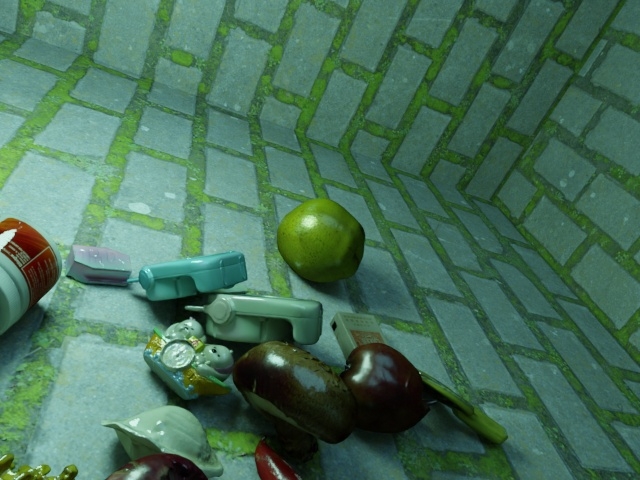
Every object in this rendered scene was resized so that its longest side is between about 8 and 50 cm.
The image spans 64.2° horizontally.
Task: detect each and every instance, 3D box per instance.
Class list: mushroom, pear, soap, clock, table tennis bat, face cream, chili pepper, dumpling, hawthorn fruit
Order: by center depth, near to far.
[{"bbox_3d":[-0.278,0.364,0.908,0.216,0.126,0.166,48,-12,10],"label":"dumpling"},{"bbox_3d":[0.001,0.515,0.965,0.368,0.092,0.137,39,15,16],"label":"chili pepper"},{"bbox_3d":[-0.663,0.068,1.030,0.201,0.201,0.187,24,28,-5],"label":"face cream"},{"bbox_3d":[-0.051,0.325,1.061,0.297,0.278,0.163,5,37,48],"label":"mushroom"},{"bbox_3d":[-0.281,0.257,1.117,0.231,0.103,0.144,37,54,18],"label":"clock"},{"bbox_3d":[0.164,0.363,1.234,0.248,0.208,0.208,19,27,4],"label":"hawthorn fruit"},{"bbox_3d":[-0.157,0.188,1.249,0.324,0.109,0.265,4,-4,4],"label":"clock"},{"bbox_3d":[-0.338,0.092,1.286,0.274,0.094,0.223,-11,0,19],"label":"clock"},{"bbox_3d":[-0.563,0.061,1.289,0.149,0.056,0.100,9,30,-31],"label":"soap"},{"bbox_3d":[0.350,0.434,1.363,0.368,0.054,0.224,36,-14,-9],"label":"table tennis bat"},{"bbox_3d":[0.000,0.000,1.666,0.294,0.294,0.294,21,28,-11],"label":"pear"}]

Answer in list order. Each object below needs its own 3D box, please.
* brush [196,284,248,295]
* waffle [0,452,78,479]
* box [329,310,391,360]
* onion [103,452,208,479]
[{"bbox_3d":[-0.290,0.144,1.418,0.178,0.030,0.033,-1,44,-25],"label":"brush"},{"bbox_3d":[-0.452,0.438,0.720,0.259,0.069,0.293,14,31,-22],"label":"waffle"},{"bbox_3d":[0.125,0.298,1.476,0.141,0.058,0.201,11,32,-27],"label":"box"},{"bbox_3d":[-0.260,0.440,0.747,0.248,0.161,0.248,33,45,-40],"label":"onion"}]
